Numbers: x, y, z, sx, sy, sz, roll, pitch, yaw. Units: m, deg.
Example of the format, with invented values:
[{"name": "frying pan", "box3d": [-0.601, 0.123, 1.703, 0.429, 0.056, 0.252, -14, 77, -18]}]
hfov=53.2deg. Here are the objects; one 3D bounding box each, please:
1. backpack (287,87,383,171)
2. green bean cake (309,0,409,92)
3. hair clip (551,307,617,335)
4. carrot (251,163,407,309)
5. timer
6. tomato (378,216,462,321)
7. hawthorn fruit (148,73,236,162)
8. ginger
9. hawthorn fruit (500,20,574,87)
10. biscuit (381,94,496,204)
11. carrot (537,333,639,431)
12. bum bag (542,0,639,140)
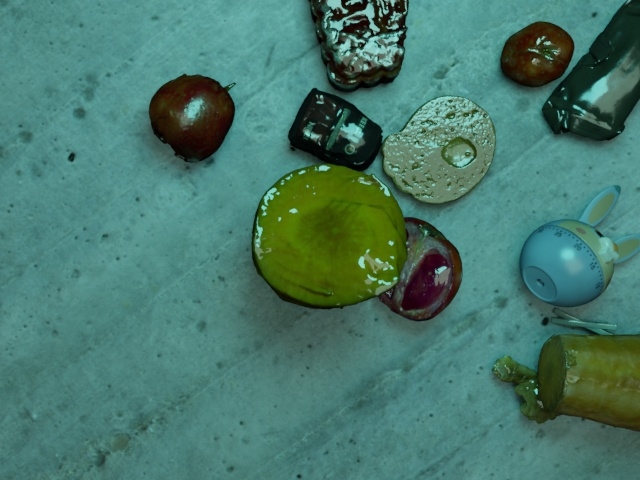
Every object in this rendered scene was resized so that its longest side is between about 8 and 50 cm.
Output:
[{"name": "backpack", "box3d": [0.030, -0.197, 1.149, 0.165, 0.106, 0.120, 22, 91, 8]}, {"name": "green bean cake", "box3d": [0.084, -0.392, 1.133, 0.199, 0.097, 0.232, -10, 95, 2]}, {"name": "hair clip", "box3d": [0.501, 0.157, 1.221, 0.115, 0.039, 0.030, 15, 95, 10]}, {"name": "carrot", "box3d": [0.000, 0.000, 1.082, 0.242, 0.341, 0.241, 1, 82, -9]}, {"name": "timer", "box3d": [0.481, 0.017, 1.138, 0.255, 0.175, 0.175, -29, 95, 3]}, {"name": "tomato", "box3d": [0.186, 0.054, 1.184, 0.189, 0.099, 0.173, 41, 115, 36]}, {"name": "hawthorn fruit", "box3d": [-0.218, -0.230, 1.139, 0.172, 0.148, 0.148, -40, 94, -2]}, {"name": "ginger", "box3d": [0.397, 0.288, 1.216, 0.165, 0.067, 0.096, 25, 91, 6]}, {"name": "hawthorn fruit", "box3d": [0.382, -0.326, 1.125, 0.128, 0.128, 0.128, 0, 96, 1]}, {"name": "biscuit", "box3d": [0.222, -0.165, 1.178, 0.181, 0.049, 0.208, 44, 97, -4]}, {"name": "carrot", "box3d": [0.524, 0.252, 1.145, 0.254, 0.196, 0.196, 6, 96, 0]}, {"name": "bum bag", "box3d": [0.542, -0.310, 1.146, 0.142, 0.080, 0.326, 38, 99, 5]}]
